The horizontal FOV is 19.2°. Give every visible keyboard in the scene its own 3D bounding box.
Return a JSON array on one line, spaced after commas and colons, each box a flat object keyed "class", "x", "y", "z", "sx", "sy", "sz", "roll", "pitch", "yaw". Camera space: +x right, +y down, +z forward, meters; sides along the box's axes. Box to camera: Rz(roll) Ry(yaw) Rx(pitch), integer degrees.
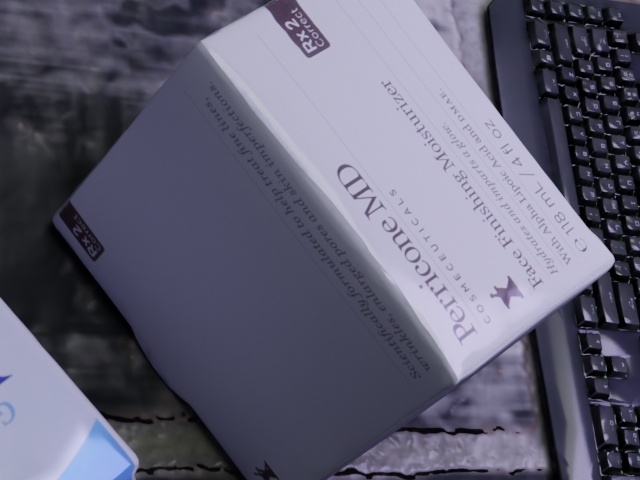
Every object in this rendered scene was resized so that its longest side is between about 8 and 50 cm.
[{"class": "keyboard", "x": 0.200, "y": 0.004, "z": 1.067, "sx": 0.202, "sy": 0.033, "sz": 0.317, "roll": 7, "pitch": 63, "yaw": -27}]

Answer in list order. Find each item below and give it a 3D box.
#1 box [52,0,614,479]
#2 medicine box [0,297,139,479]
[{"class": "box", "x": 0.000, "y": 0.000, "z": 0.860, "sx": 0.119, "sy": 0.182, "sz": 0.181, "roll": -34, "pitch": 85, "yaw": -38}, {"class": "medicine box", "x": -0.266, "y": 0.073, "z": 0.693, "sx": 0.289, "sy": 0.149, "sz": 0.263, "roll": 48, "pitch": 53, "yaw": 2}]
